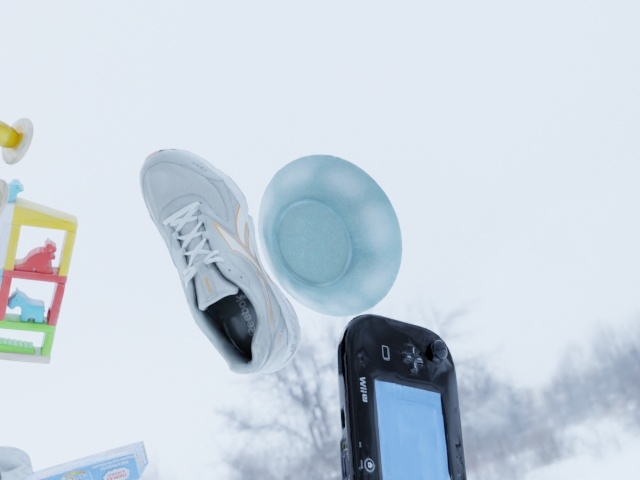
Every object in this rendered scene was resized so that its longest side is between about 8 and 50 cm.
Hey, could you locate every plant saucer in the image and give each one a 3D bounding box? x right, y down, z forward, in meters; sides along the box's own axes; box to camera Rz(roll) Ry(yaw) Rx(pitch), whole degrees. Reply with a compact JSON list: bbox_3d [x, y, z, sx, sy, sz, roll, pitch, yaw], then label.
[{"bbox_3d":[0.000,0.000,1.429,0.195,0.195,0.037,-26,0,36],"label":"plant saucer"}]

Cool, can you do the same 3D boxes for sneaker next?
[{"bbox_3d":[-0.109,0.020,1.275,0.099,0.262,0.121,-32,-3,12],"label":"sneaker"},{"bbox_3d":[-0.579,0.377,1.926,0.235,0.094,0.153,11,-50,-39],"label":"sneaker"}]

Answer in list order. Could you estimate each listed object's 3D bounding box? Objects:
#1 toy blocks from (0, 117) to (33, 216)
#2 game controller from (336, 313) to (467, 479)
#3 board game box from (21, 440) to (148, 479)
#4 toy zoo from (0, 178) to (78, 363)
[{"bbox_3d":[-0.374,-0.094,1.241,0.148,0.123,0.054,26,-8,-40],"label":"toy blocks"},{"bbox_3d":[0.085,0.232,1.237,0.067,0.319,0.166,-19,-27,33],"label":"game controller"},{"bbox_3d":[-0.312,0.309,1.640,0.160,0.039,0.211,-15,-4,-6],"label":"board game box"},{"bbox_3d":[-0.472,0.046,1.849,0.192,0.030,0.293,8,-65,-20],"label":"toy zoo"}]
